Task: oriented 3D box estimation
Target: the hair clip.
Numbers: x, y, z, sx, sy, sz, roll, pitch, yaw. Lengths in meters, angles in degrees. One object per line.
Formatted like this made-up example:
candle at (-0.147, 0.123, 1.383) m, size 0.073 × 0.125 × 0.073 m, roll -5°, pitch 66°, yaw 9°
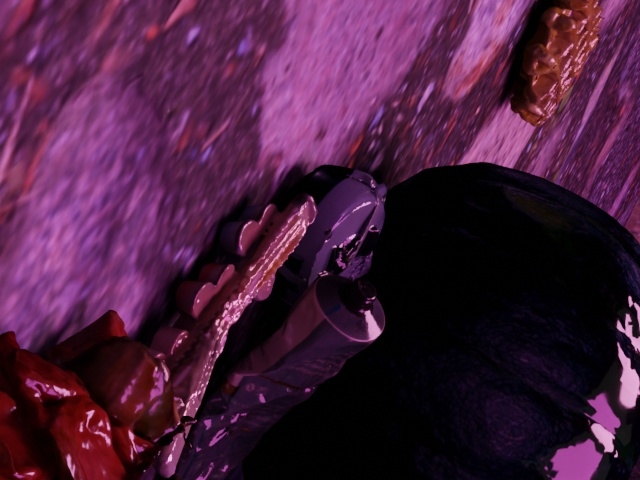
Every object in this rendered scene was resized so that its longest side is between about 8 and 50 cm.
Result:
hair clip at (-0.066, 0.048, 0.943) m, size 0.062 × 0.056 × 0.214 m, roll 79°, pitch 30°, yaw -44°

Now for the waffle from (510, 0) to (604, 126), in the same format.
waffle at (0.225, -0.184, 1.556) m, size 0.192 × 0.046 × 0.160 m, roll -39°, pitch 154°, yaw -60°

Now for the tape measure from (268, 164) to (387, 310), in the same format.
tape measure at (0.000, -0.001, 1.060) m, size 0.091 × 0.054 × 0.094 m, roll -39°, pitch 155°, yaw -32°

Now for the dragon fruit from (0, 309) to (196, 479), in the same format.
dragon fruit at (-0.119, 0.109, 0.762) m, size 0.192 × 0.092 × 0.122 m, roll -37°, pitch 152°, yaw -61°

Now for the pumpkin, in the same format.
pumpkin at (0.102, 0.120, 1.237) m, size 0.363 × 0.266 × 0.363 m, roll -61°, pitch 167°, yaw -24°

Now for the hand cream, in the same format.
hand cream at (-0.036, 0.110, 1.067) m, size 0.075 × 0.052 × 0.248 m, roll -11°, pitch 145°, yaw -51°
